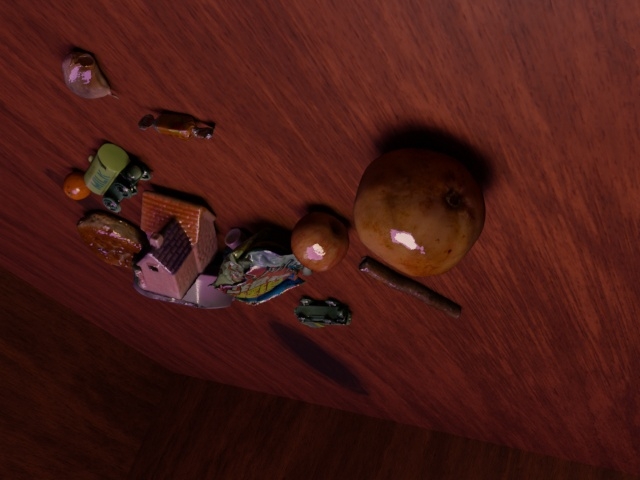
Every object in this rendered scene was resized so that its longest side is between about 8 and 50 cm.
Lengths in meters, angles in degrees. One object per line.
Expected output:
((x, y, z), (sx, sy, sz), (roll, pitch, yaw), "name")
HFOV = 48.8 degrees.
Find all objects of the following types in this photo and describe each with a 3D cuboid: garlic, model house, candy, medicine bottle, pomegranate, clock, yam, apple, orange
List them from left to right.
((-0.698, -0.158, 2.027), (0.083, 0.083, 0.083), (17, 156, 8), "orange")
((-0.498, -0.338, 1.492), (0.084, 0.066, 0.152), (13, 153, 13), "garlic")
((-0.428, -0.005, 1.956), (0.202, 0.237, 0.237), (21, 143, 17), "model house")
((-0.312, -0.249, 1.551), (0.182, 0.053, 0.046), (12, 156, 14), "candy")
((-0.421, 0.122, 2.206), (0.339, 0.102, 0.338), (12, -176, -1), "clock")
((-0.189, 0.047, 2.075), (0.059, 0.059, 0.231), (0, 149, 39), "medicine bottle")
((0.000, 0.000, 1.721), (0.146, 0.146, 0.131), (32, 136, -25), "apple")
((0.248, 0.134, 1.926), (0.327, 0.045, 0.045), (28, 178, -17), "yam")
((0.181, -0.050, 1.362), (0.252, 0.229, 0.270), (27, 161, -12), "pomegranate")

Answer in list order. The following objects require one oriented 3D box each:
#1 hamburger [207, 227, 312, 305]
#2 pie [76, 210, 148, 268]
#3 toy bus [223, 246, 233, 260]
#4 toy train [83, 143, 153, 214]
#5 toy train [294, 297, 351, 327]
((-0.159, 0.058, 1.940), (0.261, 0.150, 0.276), (10, 144, -39), "hamburger")
((-0.670, 0.014, 2.363), (0.315, 0.092, 0.315), (16, 155, 8), "pie")
((-0.260, 0.042, 2.138), (0.038, 0.046, 0.083), (36, 151, -31), "toy bus")
((-0.554, -0.171, 1.875), (0.157, 0.105, 0.253), (43, 152, -13), "toy train")
((0.014, 0.243, 2.316), (0.200, 0.083, 0.132), (2, 161, 37), "toy train")
